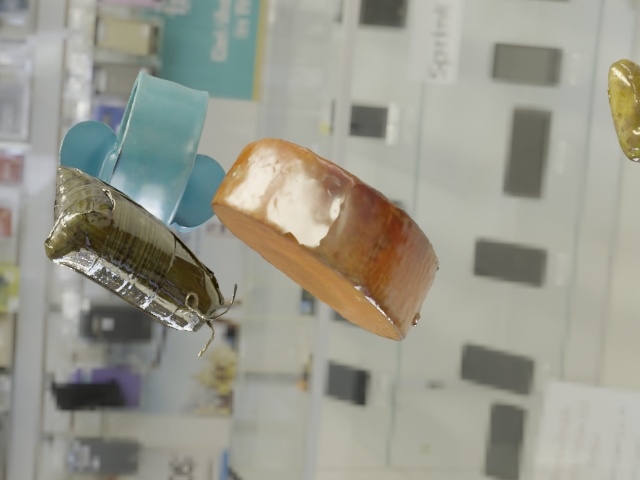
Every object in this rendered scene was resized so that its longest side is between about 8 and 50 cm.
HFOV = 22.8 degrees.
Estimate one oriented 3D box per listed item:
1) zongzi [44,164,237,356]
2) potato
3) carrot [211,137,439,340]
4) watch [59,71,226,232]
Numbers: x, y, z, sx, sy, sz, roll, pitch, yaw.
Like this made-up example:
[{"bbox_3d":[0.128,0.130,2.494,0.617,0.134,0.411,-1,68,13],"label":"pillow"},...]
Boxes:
[{"bbox_3d":[-0.176,0.006,1.528,0.084,0.187,0.184,-50,22,9],"label":"zongzi"},{"bbox_3d":[0.265,-0.108,1.322,0.045,0.046,0.092,15,-117,-67],"label":"potato"},{"bbox_3d":[0.000,0.000,1.744,0.100,0.258,0.307,-50,24,-12],"label":"carrot"},{"bbox_3d":[-0.200,-0.091,1.873,0.193,0.211,0.211,124,145,-58],"label":"watch"}]
